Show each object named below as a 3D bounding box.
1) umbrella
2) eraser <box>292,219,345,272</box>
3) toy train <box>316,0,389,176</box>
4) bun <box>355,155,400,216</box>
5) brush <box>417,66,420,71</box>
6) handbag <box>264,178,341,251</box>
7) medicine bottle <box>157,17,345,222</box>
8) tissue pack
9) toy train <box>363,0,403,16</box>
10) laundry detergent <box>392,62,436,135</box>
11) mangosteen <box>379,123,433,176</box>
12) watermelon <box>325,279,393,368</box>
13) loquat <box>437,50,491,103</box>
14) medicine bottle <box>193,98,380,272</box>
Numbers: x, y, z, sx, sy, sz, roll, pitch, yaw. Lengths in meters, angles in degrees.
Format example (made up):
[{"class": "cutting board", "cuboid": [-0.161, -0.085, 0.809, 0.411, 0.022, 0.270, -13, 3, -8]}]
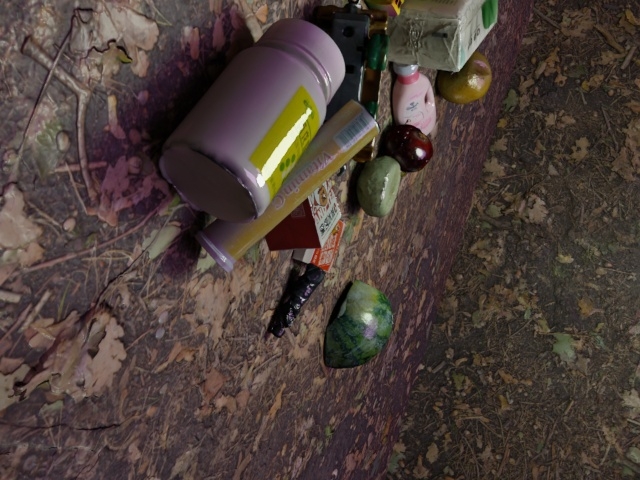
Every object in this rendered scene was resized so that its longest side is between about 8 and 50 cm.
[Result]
[{"class": "umbrella", "cuboid": [-0.069, 0.162, 1.762, 0.224, 0.071, 0.080, -58, 162, -11]}, {"class": "eraser", "cuboid": [0.000, 0.000, 1.844, 0.230, 0.038, 0.157, 29, 79, -67]}, {"class": "toy train", "cuboid": [0.065, -0.370, 1.560, 0.249, 0.178, 0.428, -53, 149, -79]}, {"class": "bun", "cuboid": [0.173, -0.172, 2.015, 0.195, 0.118, 0.195, 19, 90, -73]}, {"class": "brush", "cuboid": [0.346, -0.601, 2.212, 0.282, 0.048, 0.054, -65, 157, -14]}, {"class": "handbag", "cuboid": [-0.070, -0.136, 1.483, 0.171, 0.151, 0.298, -59, 138, -54]}, {"class": "medicine bottle", "cuboid": [-0.116, -0.229, 1.212, 0.378, 0.214, 0.213, -60, 153, -28]}, {"class": "tissue pack", "cuboid": [0.347, -0.661, 1.891, 0.356, 0.266, 0.193, -53, 149, -38]}, {"class": "toy train", "cuboid": [0.149, -0.696, 1.634, 0.296, 0.101, 0.160, 23, 86, -66]}, {"class": "laundry detergent", "cuboid": [0.302, -0.471, 2.117, 0.159, 0.088, 0.335, -40, 146, -10]}, {"class": "mangosteen", "cuboid": [0.275, -0.289, 2.132, 0.180, 0.166, 0.166, -50, 167, 26]}, {"class": "watermelon", "cuboid": [0.118, 0.301, 2.197, 0.224, 0.180, 0.305, 32, 75, -20]}, {"class": "loquat", "cuboid": [0.549, -0.624, 2.455, 0.213, 0.213, 0.213, -46, 144, -47]}, {"class": "medicine bottle", "cuboid": [-0.061, -0.113, 1.314, 0.426, 0.108, 0.108, -41, 151, -4]}]
